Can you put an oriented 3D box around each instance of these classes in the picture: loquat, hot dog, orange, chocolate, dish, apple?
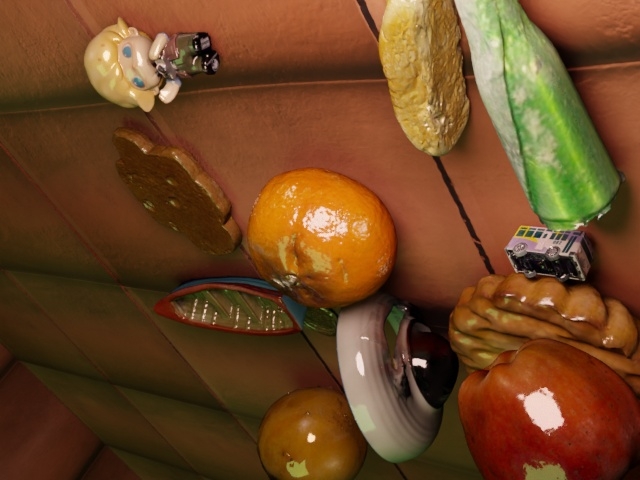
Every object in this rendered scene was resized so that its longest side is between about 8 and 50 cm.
[{"bbox_3d":[-0.016,0.414,1.808,0.235,0.235,0.235,24,148,16],"label":"loquat"},{"bbox_3d":[0.110,-0.198,0.971,0.073,0.084,0.243,14,145,27],"label":"hot dog"},{"bbox_3d":[0.000,0.000,1.266,0.224,0.170,0.224,24,150,15],"label":"orange"},{"bbox_3d":[0.221,-0.150,0.926,0.110,0.110,0.291,-2,131,44],"label":"chocolate"},{"bbox_3d":[0.146,0.193,1.358,0.133,0.273,0.273,-21,124,24],"label":"dish"},{"bbox_3d":[0.291,0.237,1.104,0.234,0.234,0.234,24,148,16],"label":"apple"}]

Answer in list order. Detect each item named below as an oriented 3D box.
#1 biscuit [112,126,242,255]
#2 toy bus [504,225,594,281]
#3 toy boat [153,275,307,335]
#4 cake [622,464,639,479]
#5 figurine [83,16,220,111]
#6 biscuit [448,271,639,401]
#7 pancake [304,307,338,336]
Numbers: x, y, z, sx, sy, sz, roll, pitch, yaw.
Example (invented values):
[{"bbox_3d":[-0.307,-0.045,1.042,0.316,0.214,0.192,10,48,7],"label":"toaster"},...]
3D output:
[{"bbox_3d":[-0.244,-0.085,1.498,0.208,0.041,0.290,-8,129,47],"label":"biscuit"},{"bbox_3d":[0.295,0.015,1.122,0.102,0.058,0.052,7,140,45],"label":"toy bus"},{"bbox_3d":[-0.180,0.119,1.681,0.392,0.079,0.136,0,132,44],"label":"toy boat"},{"bbox_3d":[0.534,0.454,1.439,0.283,0.151,0.177,-7,143,48],"label":"cake"},{"bbox_3d":[-0.232,-0.242,1.213,0.195,0.108,0.114,5,143,30],"label":"figurine"},{"bbox_3d":[0.337,0.157,1.240,0.325,0.107,0.326,27,149,18],"label":"biscuit"},{"bbox_3d":[-0.008,0.142,1.628,0.114,0.011,0.115,26,149,17],"label":"pancake"}]
